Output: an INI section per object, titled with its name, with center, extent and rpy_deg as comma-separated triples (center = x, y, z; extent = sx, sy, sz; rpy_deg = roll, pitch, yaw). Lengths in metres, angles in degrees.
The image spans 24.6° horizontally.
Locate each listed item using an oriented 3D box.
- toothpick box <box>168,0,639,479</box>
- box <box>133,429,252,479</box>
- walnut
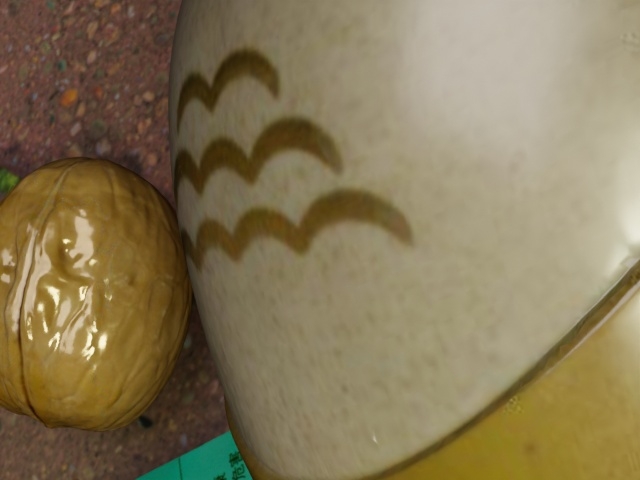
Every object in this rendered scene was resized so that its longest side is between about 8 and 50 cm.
[toothpick box]
center = 0.150, 0.014, 0.676
extent = 0.409, 0.409, 0.425
rpy_deg = -14, 91, 32
[box]
center = -0.096, 0.233, 1.002
extent = 0.226, 0.042, 0.161
rpy_deg = -30, 55, 24
[walnut]
center = -0.175, 0.039, 1.068
extent = 0.165, 0.165, 0.197
rpy_deg = -6, 68, 35
